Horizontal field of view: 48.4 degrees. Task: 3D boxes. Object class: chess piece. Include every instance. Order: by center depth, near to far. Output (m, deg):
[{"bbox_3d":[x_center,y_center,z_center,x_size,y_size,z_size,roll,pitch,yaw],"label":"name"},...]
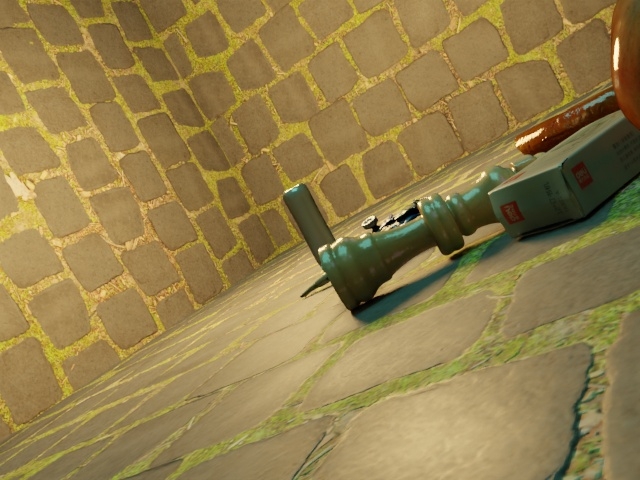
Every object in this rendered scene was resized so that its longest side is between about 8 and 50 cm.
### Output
[{"bbox_3d":[0.194,-0.026,1.123,0.397,0.117,0.117,-27,4,5],"label":"chess piece"}]

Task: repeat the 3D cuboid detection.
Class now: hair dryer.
[{"bbox_3d":[0.035,0.071,1.508,0.199,0.067,0.167,-40,9,2],"label":"hair dryer"}]

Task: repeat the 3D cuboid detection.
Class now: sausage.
[{"bbox_3d":[0.573,-0.264,1.621,0.302,0.076,0.103,-26,7,46],"label":"sausage"}]

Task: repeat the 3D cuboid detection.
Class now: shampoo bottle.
[{"bbox_3d":[0.000,0.000,1.325,0.051,0.221,0.108,-28,3,-5],"label":"shampoo bottle"}]

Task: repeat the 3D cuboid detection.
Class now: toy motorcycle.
[{"bbox_3d":[0.154,-0.014,1.395,0.254,0.092,0.135,-41,18,-25],"label":"toy motorcycle"}]

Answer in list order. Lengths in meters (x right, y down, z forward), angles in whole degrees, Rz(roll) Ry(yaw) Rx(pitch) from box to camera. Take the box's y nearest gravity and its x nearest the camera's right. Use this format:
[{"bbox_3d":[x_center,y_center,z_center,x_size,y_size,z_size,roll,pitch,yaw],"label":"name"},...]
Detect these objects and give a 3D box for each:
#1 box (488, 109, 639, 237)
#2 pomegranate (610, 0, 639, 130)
[{"bbox_3d":[0.369,-0.102,0.995,0.269,0.079,0.135,-32,4,-33],"label":"box"},{"bbox_3d":[0.445,-0.238,0.803,0.252,0.270,0.229,-39,16,-26],"label":"pomegranate"}]
